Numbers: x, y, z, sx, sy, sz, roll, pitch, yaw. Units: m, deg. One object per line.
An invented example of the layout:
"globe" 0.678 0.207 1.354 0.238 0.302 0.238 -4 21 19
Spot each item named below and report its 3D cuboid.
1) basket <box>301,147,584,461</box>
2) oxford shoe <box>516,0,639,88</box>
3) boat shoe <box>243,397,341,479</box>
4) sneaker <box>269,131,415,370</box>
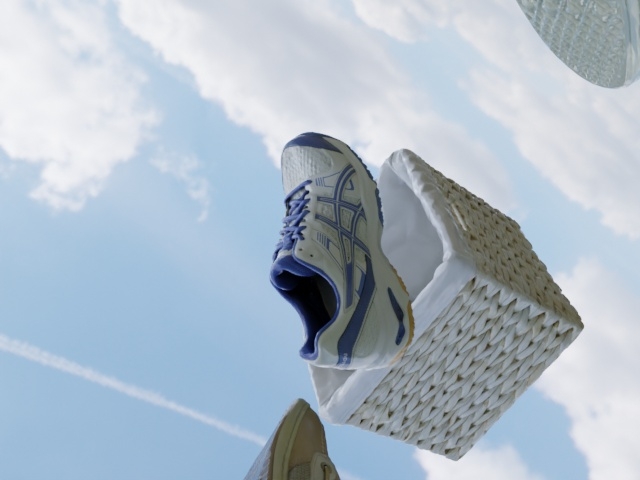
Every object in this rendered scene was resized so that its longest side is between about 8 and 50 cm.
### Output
"basket" 0.166 0.098 1.282 0.266 0.331 0.328 24 -155 -23
"oxford shoe" 0.193 -0.319 0.643 0.169 0.130 0.449 33 156 57
"boat shoe" -0.022 0.245 0.734 0.098 0.109 0.302 28 -164 -3
"sneaker" 0.000 0.000 0.914 0.130 0.112 0.297 0 -123 -36
